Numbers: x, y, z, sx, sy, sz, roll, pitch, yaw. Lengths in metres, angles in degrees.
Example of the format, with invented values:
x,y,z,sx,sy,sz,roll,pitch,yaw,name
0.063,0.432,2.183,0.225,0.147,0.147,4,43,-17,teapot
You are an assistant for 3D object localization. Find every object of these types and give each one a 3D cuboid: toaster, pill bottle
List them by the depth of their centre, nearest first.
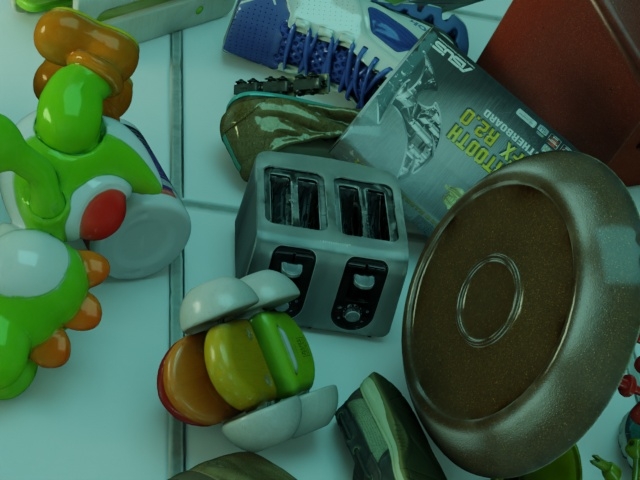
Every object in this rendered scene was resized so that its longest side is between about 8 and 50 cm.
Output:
x,y,z,sx,sy,sz,roll,pitch,yaw,name
-0.218,-0.060,1.631,0.108,0.108,0.193,-8,46,-28,pill bottle
0.000,0.000,1.641,0.168,0.110,0.186,10,39,-11,toaster

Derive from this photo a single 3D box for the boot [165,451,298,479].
x,y,z,sx,sy,sz,roll,pitch,yaw,name
0.008,0.276,1.331,0.305,0.112,0.115,34,31,22,boot

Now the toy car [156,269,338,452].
x,y,z,sx,sy,sz,roll,pitch,yaw,name
-0.079,0.120,1.453,0.182,0.136,0.159,-8,74,-64,toy car

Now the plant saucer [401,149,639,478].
x,y,z,sx,sy,sz,roll,pitch,yaw,name
0.167,0.059,1.425,0.050,0.310,0.310,18,34,-32,plant saucer

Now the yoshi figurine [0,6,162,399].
x,y,z,sx,sy,sz,roll,pitch,yaw,name
-0.299,-0.035,1.478,0.203,0.203,0.362,36,59,-41,yoshi figurine

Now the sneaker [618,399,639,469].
x,y,z,sx,sy,sz,roll,pitch,yaw,name
0.383,0.155,1.605,0.107,0.110,0.275,25,40,9,sneaker

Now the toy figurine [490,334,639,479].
x,y,z,sx,sy,sz,roll,pitch,yaw,name
0.194,0.135,1.551,0.191,0.217,0.362,22,71,-36,toy figurine

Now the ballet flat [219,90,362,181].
x,y,z,sx,sy,sz,roll,pitch,yaw,name
0.054,-0.101,1.796,0.342,0.116,0.124,1,62,-19,ballet flat

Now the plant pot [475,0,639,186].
x,y,z,sx,sy,sz,roll,pitch,yaw,name
0.392,-0.214,1.943,0.267,0.267,0.236,-8,57,-29,plant pot

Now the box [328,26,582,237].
x,y,z,sx,sy,sz,roll,pitch,yaw,name
0.152,-0.096,1.744,0.231,0.056,0.183,40,68,-3,box

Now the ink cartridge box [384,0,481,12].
x,y,z,sx,sy,sz,roll,pitch,yaw,name
0.120,-0.332,2.073,0.109,0.062,0.209,-3,0,-31,ink cartridge box

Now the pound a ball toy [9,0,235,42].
x,y,z,sx,sy,sz,roll,pitch,yaw,name
-0.276,-0.350,1.930,0.319,0.136,0.208,-24,55,-40,pound a ball toy

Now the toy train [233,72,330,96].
x,y,z,sx,sy,sz,roll,pitch,yaw,name
-0.042,-0.180,1.840,0.036,0.027,0.158,4,-1,-43,toy train

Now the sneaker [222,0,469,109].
x,y,z,sx,sy,sz,roll,pitch,yaw,name
0.045,-0.224,1.908,0.315,0.127,0.182,10,37,-12,sneaker

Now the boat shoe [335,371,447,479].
x,y,z,sx,sy,sz,roll,pitch,yaw,name
0.067,0.218,1.441,0.080,0.073,0.223,36,21,-36,boat shoe
